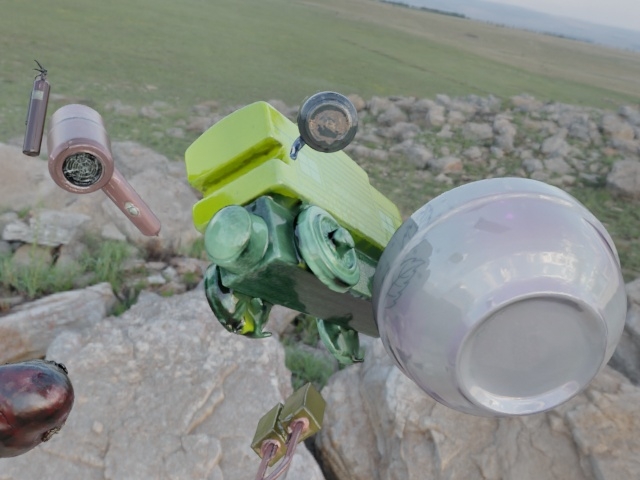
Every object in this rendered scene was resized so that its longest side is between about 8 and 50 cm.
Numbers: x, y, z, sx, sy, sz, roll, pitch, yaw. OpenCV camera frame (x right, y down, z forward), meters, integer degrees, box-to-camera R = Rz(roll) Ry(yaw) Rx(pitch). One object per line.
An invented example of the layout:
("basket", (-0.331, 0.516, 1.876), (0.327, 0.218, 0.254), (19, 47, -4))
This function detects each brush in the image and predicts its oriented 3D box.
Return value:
("brush", (-0.049, 0.274, 0.787), (0.047, 0.103, 0.233), (51, 6, -2))

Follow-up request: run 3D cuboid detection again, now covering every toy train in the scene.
("toy train", (0.000, 0.000, 0.787), (0.442, 0.179, 0.272), (29, 40, -52))

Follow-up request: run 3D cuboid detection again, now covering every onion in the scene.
("onion", (-0.699, 0.379, 1.343), (0.280, 0.281, 0.221), (13, 34, 6))

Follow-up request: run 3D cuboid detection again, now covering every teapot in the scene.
("teapot", (0.003, -0.095, 0.494), (0.049, 0.064, 0.083), (11, 15, -6))

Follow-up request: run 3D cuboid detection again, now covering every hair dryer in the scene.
("hair dryer", (-0.455, -0.118, 1.285), (0.125, 0.352, 0.210), (-34, 39, -1))

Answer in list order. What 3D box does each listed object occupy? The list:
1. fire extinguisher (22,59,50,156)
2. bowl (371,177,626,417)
("fire extinguisher", (-0.516, -0.236, 1.053), (0.035, 0.173, 0.049), (9, -13, -24))
("bowl", (0.208, 0.086, 0.643), (0.286, 0.287, 0.144), (7, 25, -7))
